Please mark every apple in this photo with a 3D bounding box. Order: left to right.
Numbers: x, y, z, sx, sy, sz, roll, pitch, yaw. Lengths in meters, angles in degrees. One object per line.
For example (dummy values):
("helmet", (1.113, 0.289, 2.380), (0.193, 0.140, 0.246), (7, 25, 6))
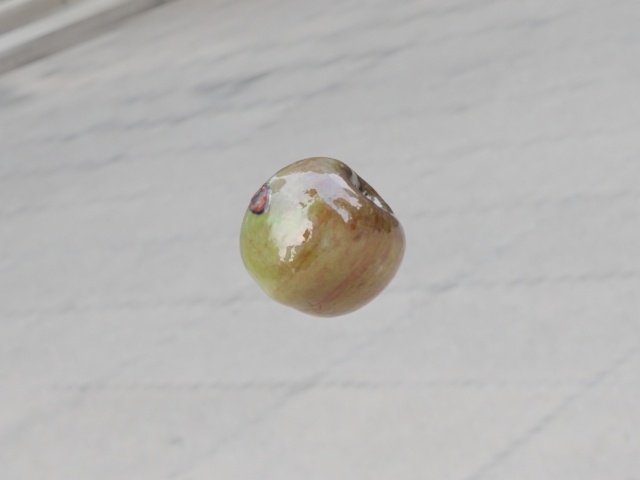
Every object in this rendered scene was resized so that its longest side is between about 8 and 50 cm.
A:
("apple", (0.000, 0.000, 0.979), (0.071, 0.084, 0.084), (-45, 8, 14))
